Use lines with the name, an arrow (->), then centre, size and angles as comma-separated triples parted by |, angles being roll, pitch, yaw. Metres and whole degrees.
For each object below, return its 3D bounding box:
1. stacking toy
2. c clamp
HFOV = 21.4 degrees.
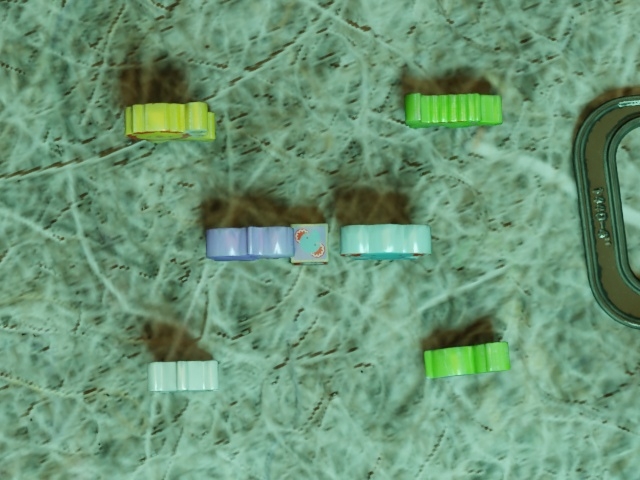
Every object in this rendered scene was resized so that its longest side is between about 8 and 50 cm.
stacking toy -> 0.000, 0.000, 0.979 | 0.221, 0.052, 0.167 | -3, 84, -1
c clamp -> 0.220, -0.012, 0.997 | 0.137, 0.022, 0.161 | -13, 85, 4
